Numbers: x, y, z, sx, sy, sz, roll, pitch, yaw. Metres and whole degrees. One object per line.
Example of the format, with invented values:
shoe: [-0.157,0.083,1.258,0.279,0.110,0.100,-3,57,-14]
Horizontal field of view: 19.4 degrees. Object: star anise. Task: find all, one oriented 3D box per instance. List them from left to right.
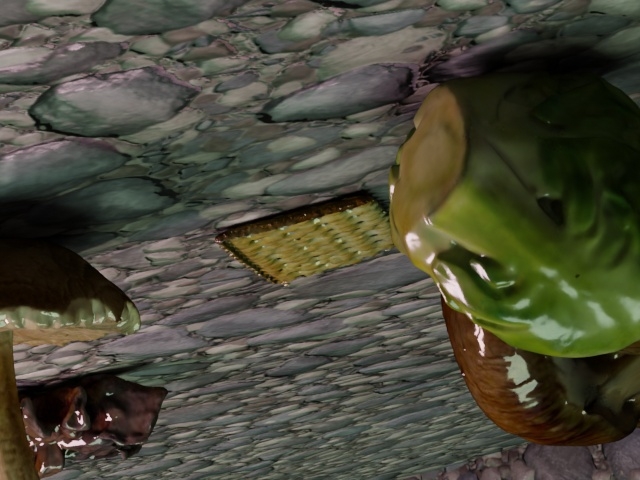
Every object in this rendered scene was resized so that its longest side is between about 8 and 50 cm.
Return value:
star anise: [-0.283,0.207,1.991,0.214,0.099,0.220,8,158,-33]

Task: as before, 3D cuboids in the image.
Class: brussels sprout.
brussels sprout: [0.148,-0.015,1.240,0.223,0.223,0.161,-4,150,-33]

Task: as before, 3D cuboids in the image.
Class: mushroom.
mushroom: [-0.208,0.126,1.360,0.208,0.301,0.233,-43,-168,-21]
mushroom: [0.222,0.042,1.492,0.283,0.263,0.195,7,-164,-21]

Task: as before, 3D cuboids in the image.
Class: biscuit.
biscuit: [0.000,0.001,1.566,0.144,0.016,0.203,-15,166,11]

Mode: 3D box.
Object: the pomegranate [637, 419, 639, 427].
pomegranate: [0.304,0.032,1.693,0.204,0.276,0.222,27,-159,38]
